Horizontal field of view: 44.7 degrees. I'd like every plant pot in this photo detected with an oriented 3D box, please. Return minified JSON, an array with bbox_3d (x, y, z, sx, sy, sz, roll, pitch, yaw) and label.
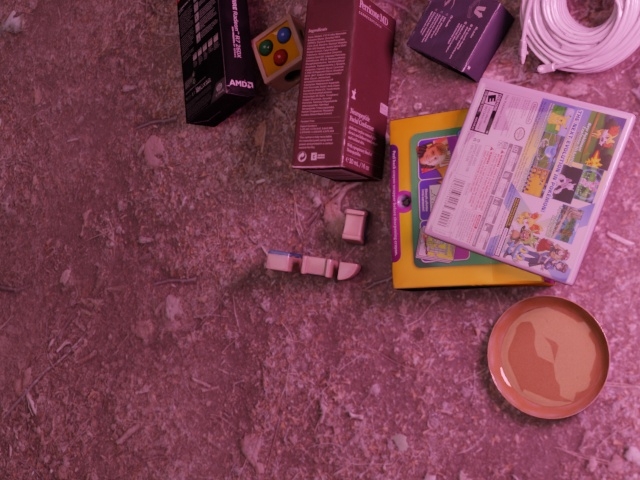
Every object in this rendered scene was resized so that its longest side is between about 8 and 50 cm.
[{"bbox_3d":[0.442,0.224,1.509,0.236,0.032,0.236,-4,83,32],"label":"plant pot"}]

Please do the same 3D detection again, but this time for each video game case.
[{"bbox_3d":[0.386,-0.117,1.467,0.300,0.036,0.329,21,92,26],"label":"video game case"}]

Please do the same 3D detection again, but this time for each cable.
[{"bbox_3d":[0.505,-0.446,1.471,0.257,0.089,0.257,10,113,35],"label":"cable"}]

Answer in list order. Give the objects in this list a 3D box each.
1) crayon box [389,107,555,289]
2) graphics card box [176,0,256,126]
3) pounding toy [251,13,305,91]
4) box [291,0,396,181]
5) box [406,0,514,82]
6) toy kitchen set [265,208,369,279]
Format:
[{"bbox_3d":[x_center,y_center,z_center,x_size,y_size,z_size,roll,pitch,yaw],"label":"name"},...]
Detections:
[{"bbox_3d":[0.305,-0.083,1.588,0.313,0.106,0.363,-4,82,29],"label":"crayon box"},{"bbox_3d":[-0.267,-0.498,1.963,0.233,0.094,0.371,-22,70,52],"label":"graphics card box"},{"bbox_3d":[-0.046,-0.446,1.861,0.206,0.094,0.181,-28,70,27],"label":"pounding toy"},{"bbox_3d":[0.056,-0.331,1.728,0.143,0.191,0.381,1,86,32],"label":"box"},{"bbox_3d":[0.295,-0.442,1.647,0.158,0.093,0.156,36,103,31],"label":"box"},{"bbox_3d":[0.000,0.000,1.786,0.207,0.122,0.166,8,88,12],"label":"toy kitchen set"}]
